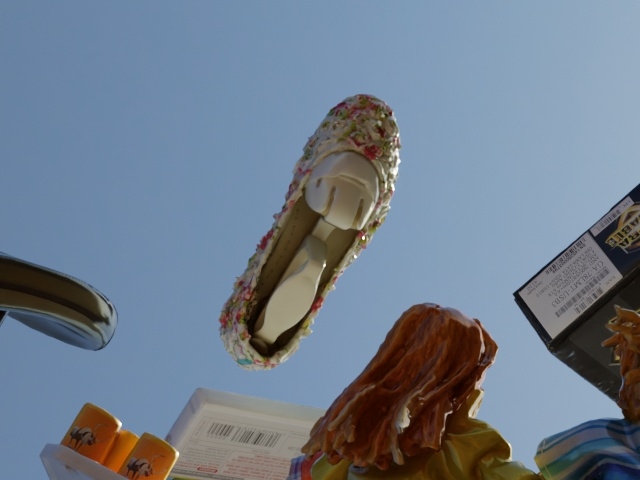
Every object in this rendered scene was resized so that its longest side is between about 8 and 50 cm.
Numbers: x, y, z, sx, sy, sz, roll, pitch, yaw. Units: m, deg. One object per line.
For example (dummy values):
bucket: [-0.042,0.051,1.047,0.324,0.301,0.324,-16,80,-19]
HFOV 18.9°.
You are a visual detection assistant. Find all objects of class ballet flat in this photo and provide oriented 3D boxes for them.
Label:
ballet flat: [0.000,0.000,1.507,0.091,0.077,0.241,25,-86,-12]

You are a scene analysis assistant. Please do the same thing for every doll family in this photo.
doll family: [0.082,0.104,0.668,0.118,0.263,0.163,34,-113,-63]

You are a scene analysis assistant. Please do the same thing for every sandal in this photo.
sandal: [-0.216,0.034,0.862,0.303,0.120,0.086,4,-80,-55]

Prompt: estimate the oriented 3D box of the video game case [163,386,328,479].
video game case: [-0.052,0.220,1.642,0.227,0.026,0.206,13,-56,-32]

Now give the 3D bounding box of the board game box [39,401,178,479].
board game box: [0.012,0.278,1.325,0.050,0.390,0.390,-60,-15,-23]

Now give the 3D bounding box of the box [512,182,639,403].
box: [0.343,0.025,1.550,0.293,0.073,0.295,-40,-41,12]
